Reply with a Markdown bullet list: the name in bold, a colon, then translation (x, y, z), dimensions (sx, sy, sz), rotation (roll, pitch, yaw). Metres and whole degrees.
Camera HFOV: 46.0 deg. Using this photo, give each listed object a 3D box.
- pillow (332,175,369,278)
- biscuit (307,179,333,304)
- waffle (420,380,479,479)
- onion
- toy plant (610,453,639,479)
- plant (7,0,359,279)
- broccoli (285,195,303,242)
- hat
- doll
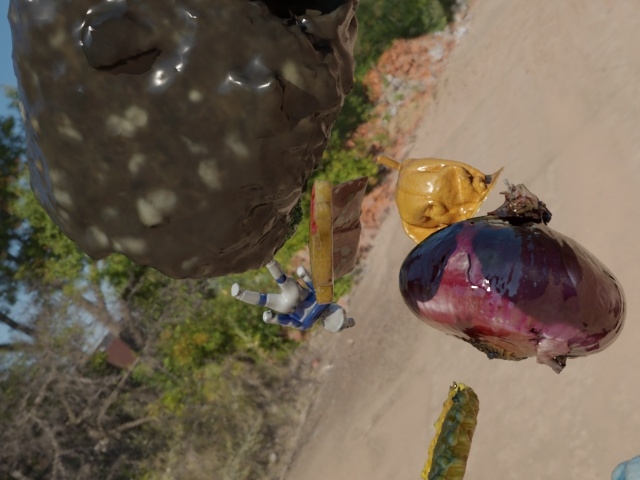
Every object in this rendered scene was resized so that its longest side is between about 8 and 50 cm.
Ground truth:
- **pillow**: translation (0.035, -0.019, 1.601), dimensions (0.135, 0.049, 0.248), rotation (-25, -48, -42)
- **biscuit**: translation (0.000, 0.000, 0.978), dimensions (0.225, 0.036, 0.165), rotation (81, -170, -84)
- **waffle**: translation (0.221, 0.400, 1.342), dimensions (0.329, 0.062, 0.329), rotation (18, -90, -83)
- **onion**: translation (0.302, 0.049, 1.184), dimensions (0.347, 0.348, 0.285), rotation (168, 114, -80)
- **toy plant**: translation (0.597, 0.468, 1.249), dimensions (0.247, 0.332, 0.247), rotation (1, -90, -81)
- **plant**: translation (-0.075, -0.146, 0.493), dimensions (0.213, 0.215, 0.312), rotation (-82, 14, -50)
- **broccoli**: translation (-0.166, -0.087, 1.574), dimensions (0.270, 0.270, 0.270), rotation (-38, 4, -13)
- **hat**: translation (0.215, -0.112, 1.544), dimensions (0.233, 0.233, 0.244), rotation (-55, -8, -11)
- **doll**: translation (-0.034, 0.103, 1.249), dimensions (0.114, 0.227, 0.057), rotation (-51, 29, 12)
